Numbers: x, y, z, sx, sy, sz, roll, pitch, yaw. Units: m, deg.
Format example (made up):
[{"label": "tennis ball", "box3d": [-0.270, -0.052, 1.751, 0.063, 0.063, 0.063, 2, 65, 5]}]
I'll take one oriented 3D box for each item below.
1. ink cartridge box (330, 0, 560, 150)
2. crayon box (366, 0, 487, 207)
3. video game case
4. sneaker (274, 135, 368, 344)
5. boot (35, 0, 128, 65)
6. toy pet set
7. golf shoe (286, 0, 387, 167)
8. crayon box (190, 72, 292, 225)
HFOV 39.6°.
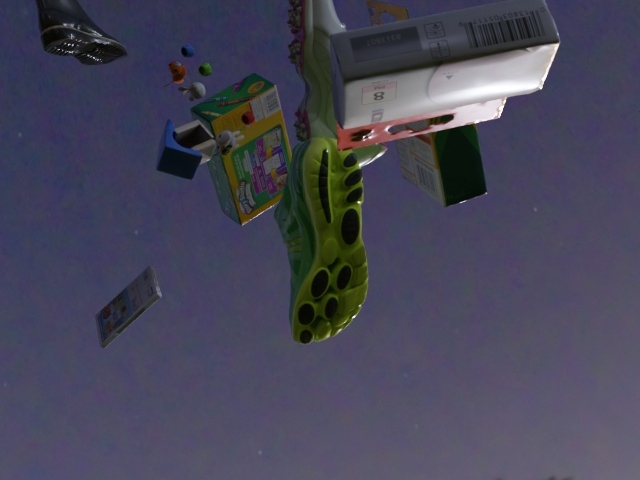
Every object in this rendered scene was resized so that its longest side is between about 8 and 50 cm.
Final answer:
[{"label": "ink cartridge box", "box3d": [0.108, -0.132, 0.846, 0.189, 0.066, 0.232, -11, -24, -2]}, {"label": "crayon box", "box3d": [0.173, -0.238, 1.454, 0.083, 0.203, 0.323, -18, -68, -9]}, {"label": "video game case", "box3d": [-0.298, 0.102, 1.372, 0.122, 0.087, 0.011, -42, -57, 6]}, {"label": "sneaker", "box3d": [0.000, 0.000, 1.226, 0.109, 0.123, 0.295, -3, -72, -24]}, {"label": "boot", "box3d": [-0.401, -0.374, 1.480, 0.077, 0.137, 0.198, -20, -6, 16]}, {"label": "toy pet set", "box3d": [-0.149, -0.131, 0.986, 0.065, 0.122, 0.114, -30, -19, -41]}, {"label": "golf shoe", "box3d": [0.026, -0.245, 1.286, 0.140, 0.115, 0.306, -8, -66, -6]}, {"label": "crayon box", "box3d": [-0.153, -0.187, 1.864, 0.165, 0.081, 0.278, -34, -44, -23]}]
